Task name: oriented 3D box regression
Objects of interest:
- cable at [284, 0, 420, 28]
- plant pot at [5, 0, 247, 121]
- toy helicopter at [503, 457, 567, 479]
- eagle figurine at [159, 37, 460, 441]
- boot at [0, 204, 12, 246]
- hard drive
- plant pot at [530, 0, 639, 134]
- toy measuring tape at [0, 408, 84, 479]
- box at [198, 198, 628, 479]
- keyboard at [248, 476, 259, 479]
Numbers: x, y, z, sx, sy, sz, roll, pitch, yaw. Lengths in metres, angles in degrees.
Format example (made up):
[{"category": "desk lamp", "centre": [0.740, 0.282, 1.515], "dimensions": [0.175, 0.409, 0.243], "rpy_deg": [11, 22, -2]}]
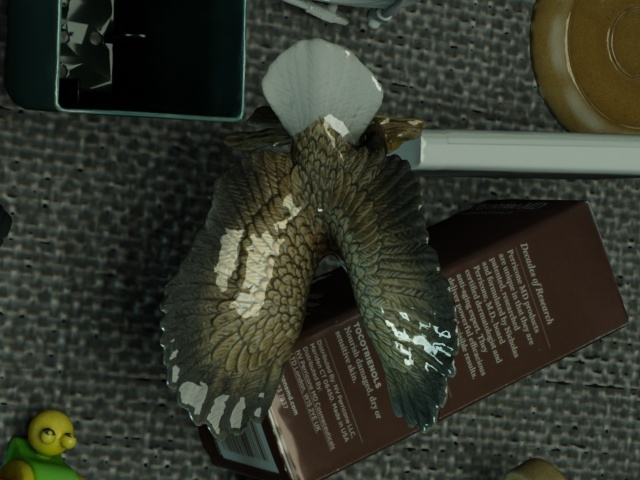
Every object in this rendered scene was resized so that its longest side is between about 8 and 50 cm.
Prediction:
[{"category": "cable", "centre": [-0.003, -0.287, 1.768], "dimensions": [0.257, 0.257, 0.089], "rpy_deg": [21, 77, -25]}, {"category": "plant pot", "centre": [-0.187, -0.184, 1.691], "dimensions": [0.165, 0.234, 0.166], "rpy_deg": [1, 90, -27]}, {"category": "toy helicopter", "centre": [0.278, 0.376, 1.934], "dimensions": [0.140, 0.235, 0.355], "rpy_deg": [-30, 104, -22]}, {"category": "eagle figurine", "centre": [0.008, 0.006, 1.650], "dimensions": [0.225, 0.226, 0.298], "rpy_deg": [26, 51, -20]}, {"category": "boot", "centre": [-0.410, -0.013, 1.661], "dimensions": [0.246, 0.094, 0.207], "rpy_deg": [-40, 111, -14]}, {"category": "hard drive", "centre": [0.181, -0.082, 1.893], "dimensions": [0.307, 0.203, 0.040], "rpy_deg": [0, 91, -26]}, {"category": "plant pot", "centre": [0.327, -0.206, 2.060], "dimensions": [0.236, 0.032, 0.236], "rpy_deg": [0, 91, -26]}, {"category": "toy measuring tape", "centre": [-0.266, 0.312, 1.730], "dimensions": [0.121, 0.121, 0.330], "rpy_deg": [15, 84, -26]}, {"category": "box", "centre": [0.076, 0.089, 1.853], "dimensions": [0.381, 0.191, 0.143], "rpy_deg": [-23, 101, -25]}, {"category": "keyboard", "centre": [-0.011, 0.287, 1.885], "dimensions": [0.192, 0.038, 0.100], "rpy_deg": [23, 61, -40]}]
